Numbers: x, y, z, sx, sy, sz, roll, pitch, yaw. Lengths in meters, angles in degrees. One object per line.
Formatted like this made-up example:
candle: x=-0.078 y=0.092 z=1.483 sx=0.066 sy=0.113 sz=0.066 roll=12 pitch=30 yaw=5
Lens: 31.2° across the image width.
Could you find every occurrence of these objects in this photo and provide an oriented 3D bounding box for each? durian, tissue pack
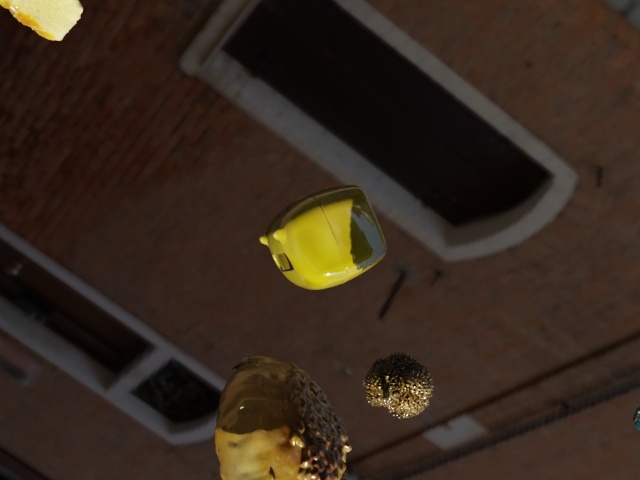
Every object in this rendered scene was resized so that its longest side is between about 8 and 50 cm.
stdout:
durian: x=0.088 y=0.167 z=1.305 sx=0.080 sy=0.080 sz=0.091 roll=-49 pitch=176 yaw=22
tissue pack: x=0.000 y=0.000 z=1.477 sx=0.127 sy=0.123 sz=0.178 roll=-25 pitch=-177 yaw=-11

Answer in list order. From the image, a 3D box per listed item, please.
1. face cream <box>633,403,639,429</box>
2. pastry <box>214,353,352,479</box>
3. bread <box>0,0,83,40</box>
face cream: x=0.540 y=0.138 z=1.633 sx=0.163 sy=0.080 sz=0.336 roll=-98 pitch=-157 yaw=-60
pastry: x=-0.043 y=0.328 z=1.713 sx=0.184 sy=0.315 sz=0.284 roll=-7 pitch=-168 yaw=6
bread: x=-0.375 y=-0.324 z=1.371 sx=0.068 sy=0.188 sz=0.125 roll=-46 pitch=146 yaw=-1
